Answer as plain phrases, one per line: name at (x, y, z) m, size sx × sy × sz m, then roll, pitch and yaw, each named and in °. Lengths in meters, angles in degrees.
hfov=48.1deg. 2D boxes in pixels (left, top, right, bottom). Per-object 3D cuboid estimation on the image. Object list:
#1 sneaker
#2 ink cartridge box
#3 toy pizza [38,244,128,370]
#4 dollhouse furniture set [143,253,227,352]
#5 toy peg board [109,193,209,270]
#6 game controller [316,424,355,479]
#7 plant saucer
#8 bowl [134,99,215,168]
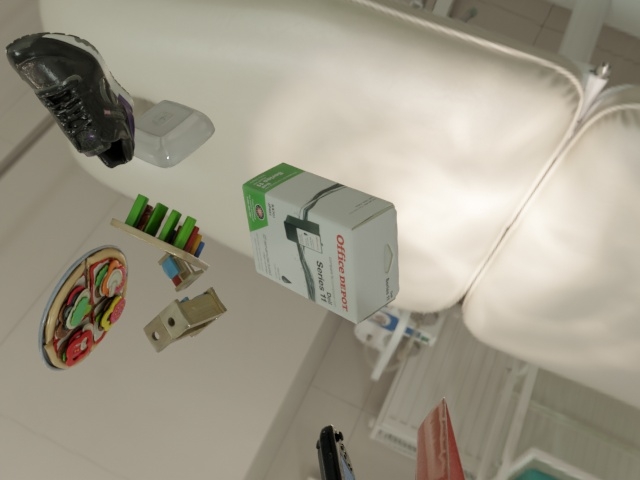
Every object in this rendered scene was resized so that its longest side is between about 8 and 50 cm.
sneaker at (-0.347, -0.196, 1.060) m, size 0.107 × 0.124 × 0.283 m, roll -17°, pitch 163°, yaw 9°
ink cartridge box at (0.000, 0.000, 0.974) m, size 0.208 × 0.087 × 0.153 m, roll 23°, pitch 131°, yaw 39°
toy pizza at (-0.339, 0.103, 1.061) m, size 0.032 × 0.201 × 0.201 m, roll 22°, pitch 145°, yaw 13°
dollhouse furniture set at (-0.330, 0.125, 1.584) m, size 0.129 × 0.129 × 0.184 m, roll -39°, pitch 79°, yaw 30°
toy peg board at (-0.296, -0.018, 1.399) m, size 0.161 × 0.079 × 0.160 m, roll 24°, pitch 173°, yaw 11°
game controller at (0.055, 0.526, 1.424) m, size 0.067 × 0.319 × 0.166 m, roll -26°, pitch 127°, yaw 10°
plant saucer at (0.157, 0.351, 0.847) m, size 0.047 × 0.258 × 0.259 m, roll -13°, pitch 95°, yaw 10°
bowl at (-0.282, -0.206, 1.321) m, size 0.142 × 0.142 × 0.053 m, roll 25°, pitch 145°, yaw 32°
